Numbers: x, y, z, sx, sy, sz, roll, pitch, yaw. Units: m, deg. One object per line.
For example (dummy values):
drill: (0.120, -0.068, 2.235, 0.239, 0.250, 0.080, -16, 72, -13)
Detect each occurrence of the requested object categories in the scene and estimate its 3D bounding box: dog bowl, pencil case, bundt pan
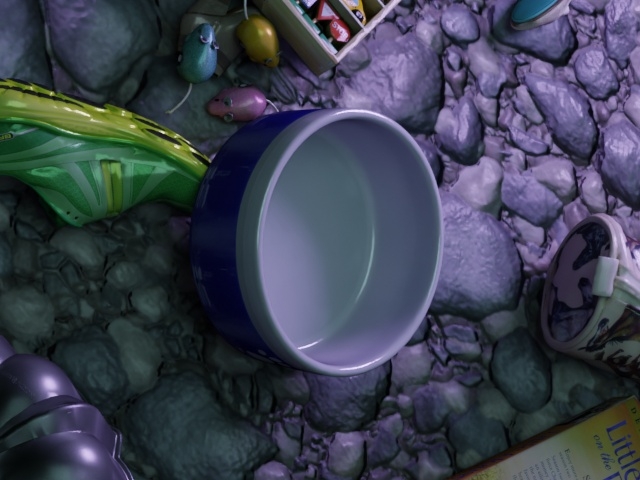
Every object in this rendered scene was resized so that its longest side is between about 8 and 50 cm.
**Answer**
dog bowl: (0.000, 0.000, 1.505, 0.265, 0.104, 0.264, -4, 96, -44)
pencil case: (0.436, 0.115, 1.691, 0.410, 0.183, 0.159, 25, 73, -18)
bundt pan: (-0.323, 0.217, 1.285, 0.331, 0.124, 0.330, 2, 59, -3)

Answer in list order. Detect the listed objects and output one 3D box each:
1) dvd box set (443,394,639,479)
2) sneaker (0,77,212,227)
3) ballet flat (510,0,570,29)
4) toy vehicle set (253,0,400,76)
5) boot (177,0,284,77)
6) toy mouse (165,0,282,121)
dvd box set: (0.222, 0.384, 1.618, 0.420, 0.062, 0.307, -22, 91, -25)
sneaker: (-0.219, -0.069, 1.484, 0.296, 0.109, 0.123, 18, 104, -26)
ballet flat: (0.284, -0.292, 1.760, 0.168, 0.057, 0.052, -51, 131, -20)
toy vehicle set: (-0.036, -0.322, 1.603, 0.267, 0.035, 0.166, 49, 50, -10)
boot: (-0.094, -0.212, 1.586, 0.118, 0.042, 0.087, 27, 80, -21)
toy mouse: (-0.098, -0.168, 1.556, 0.143, 0.031, 0.161, -34, 120, -12)
